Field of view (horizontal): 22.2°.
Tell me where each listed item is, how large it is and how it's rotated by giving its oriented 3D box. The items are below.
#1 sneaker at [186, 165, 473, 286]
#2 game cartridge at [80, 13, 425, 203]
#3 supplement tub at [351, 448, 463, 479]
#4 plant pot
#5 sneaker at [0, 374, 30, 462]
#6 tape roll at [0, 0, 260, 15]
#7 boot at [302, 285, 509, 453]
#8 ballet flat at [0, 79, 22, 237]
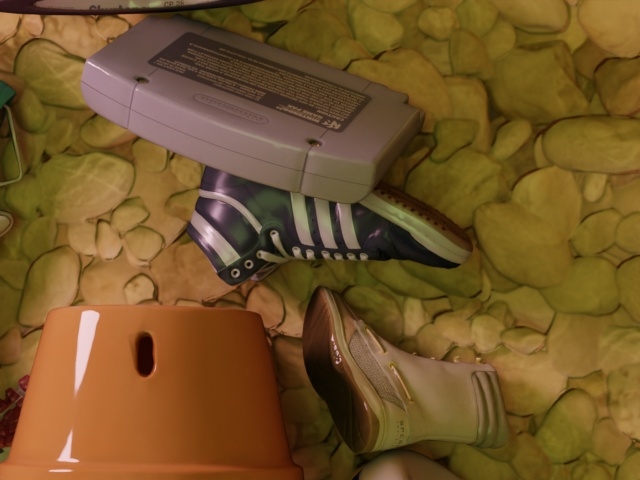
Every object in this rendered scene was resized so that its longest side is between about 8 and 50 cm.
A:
[{"bbox_3d":[0.000,0.000,1.598,0.282,0.099,0.153,27,97,15],"label":"sneaker"},{"bbox_3d":[-0.066,-0.128,1.555,0.297,0.198,0.062,21,125,12],"label":"game cartridge"},{"bbox_3d":[0.040,0.389,1.544,0.241,0.241,0.331,44,102,7],"label":"supplement tub"},{"bbox_3d":[-0.155,0.166,1.513,0.290,0.291,0.204,-1,83,14],"label":"plant pot"},{"bbox_3d":[-0.310,0.224,1.693,0.299,0.121,0.112,-29,123,4],"label":"sneaker"},{"bbox_3d":[-0.180,-0.266,1.532,0.274,0.275,0.090,-2,93,14],"label":"tape roll"},{"bbox_3d":[0.080,0.126,1.590,0.165,0.213,0.077,3,125,-23],"label":"boot"},{"bbox_3d":[-0.356,-0.051,1.692,0.087,0.083,0.247,9,98,0],"label":"ballet flat"}]
